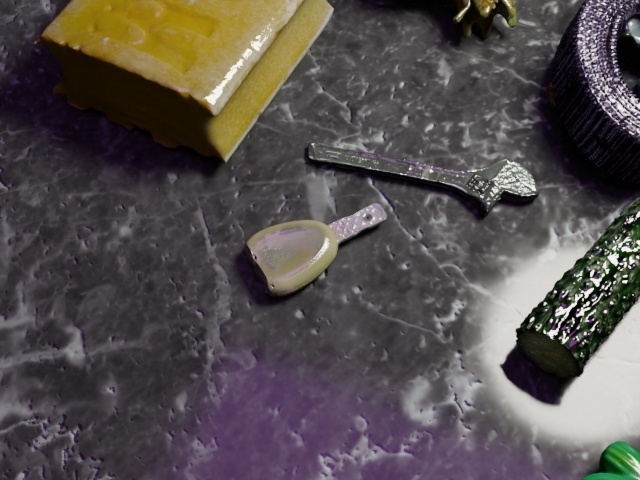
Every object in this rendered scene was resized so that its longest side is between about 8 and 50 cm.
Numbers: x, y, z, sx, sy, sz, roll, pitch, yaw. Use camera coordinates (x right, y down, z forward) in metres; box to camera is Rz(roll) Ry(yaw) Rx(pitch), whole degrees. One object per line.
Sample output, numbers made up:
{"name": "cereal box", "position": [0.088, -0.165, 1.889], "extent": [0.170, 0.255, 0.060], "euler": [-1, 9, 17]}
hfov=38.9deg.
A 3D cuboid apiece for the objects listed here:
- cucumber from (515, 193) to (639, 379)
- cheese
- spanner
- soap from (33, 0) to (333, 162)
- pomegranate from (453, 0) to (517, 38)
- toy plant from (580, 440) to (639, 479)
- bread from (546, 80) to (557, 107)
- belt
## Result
{"name": "cucumber", "position": [0.385, 0.020, 1.140], "extent": [0.096, 0.096, 0.359], "euler": [37, 67, 19]}
{"name": "cheese", "position": [0.000, 0.000, 1.187], "extent": [0.192, 0.037, 0.097], "euler": [-26, 65, -14]}
{"name": "spanner", "position": [0.138, -0.096, 1.247], "extent": [0.325, 0.026, 0.093], "euler": [12, 61, 8]}
{"name": "soap", "position": [-0.182, -0.303, 1.294], "extent": [0.293, 0.156, 0.335], "euler": [25, 63, 18]}
{"name": "pomegranate", "position": [0.172, -0.443, 1.354], "extent": [0.231, 0.231, 0.286], "euler": [-2, 89, -1]}
{"name": "toy plant", "position": [0.345, 0.288, 0.992], "extent": [0.200, 0.105, 0.143], "euler": [7, 52, 17]}
{"name": "bread", "position": [0.360, -0.226, 1.314], "extent": [0.049, 0.033, 0.088], "euler": [35, 64, 5]}
{"name": "belt", "position": [0.460, -0.233, 1.258], "extent": [0.260, 0.122, 0.325], "euler": [20, 61, -2]}
